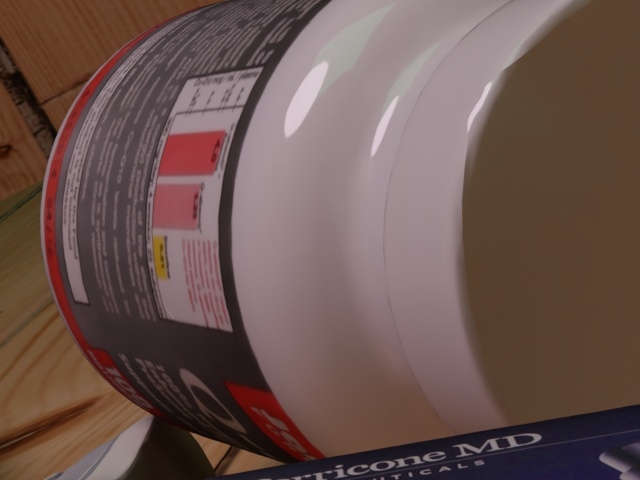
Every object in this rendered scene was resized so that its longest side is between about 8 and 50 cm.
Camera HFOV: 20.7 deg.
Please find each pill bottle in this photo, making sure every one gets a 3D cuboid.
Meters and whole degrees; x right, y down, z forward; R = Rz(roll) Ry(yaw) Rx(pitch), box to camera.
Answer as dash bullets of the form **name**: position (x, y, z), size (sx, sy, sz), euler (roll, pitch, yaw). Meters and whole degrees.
- **pill bottle**: position (0.036, -0.005, 0.689), size (0.210, 0.210, 0.363), euler (-34, 15, -20)

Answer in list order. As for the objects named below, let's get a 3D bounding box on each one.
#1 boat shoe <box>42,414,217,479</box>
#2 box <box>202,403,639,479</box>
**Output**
- **boat shoe**: position (-0.107, 0.145, 0.765), size (0.081, 0.079, 0.227), euler (-33, 4, 16)
- **box**: position (0.057, 0.111, 0.308), size (0.153, 0.108, 0.207), euler (-10, 13, -2)
